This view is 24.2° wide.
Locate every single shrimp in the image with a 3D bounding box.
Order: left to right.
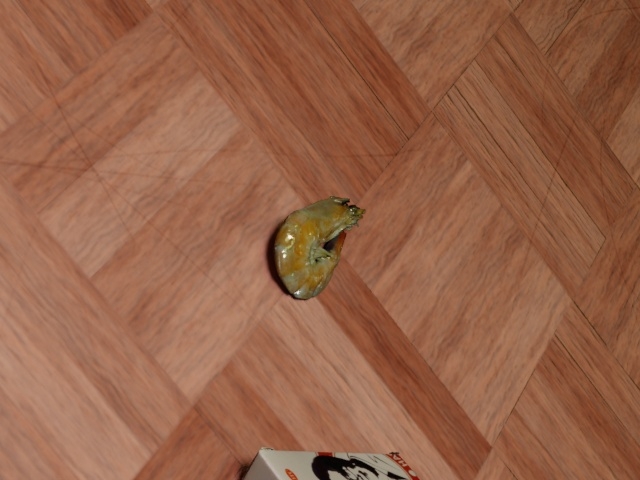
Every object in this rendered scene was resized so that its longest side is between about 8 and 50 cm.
[{"bbox_3d":[0.000,0.000,1.736,0.190,0.042,0.101,-39,119,-50],"label":"shrimp"}]

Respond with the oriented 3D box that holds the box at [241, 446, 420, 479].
[{"bbox_3d":[0.090,0.344,1.475,0.214,0.069,0.353,9,28,-44],"label":"box"}]
